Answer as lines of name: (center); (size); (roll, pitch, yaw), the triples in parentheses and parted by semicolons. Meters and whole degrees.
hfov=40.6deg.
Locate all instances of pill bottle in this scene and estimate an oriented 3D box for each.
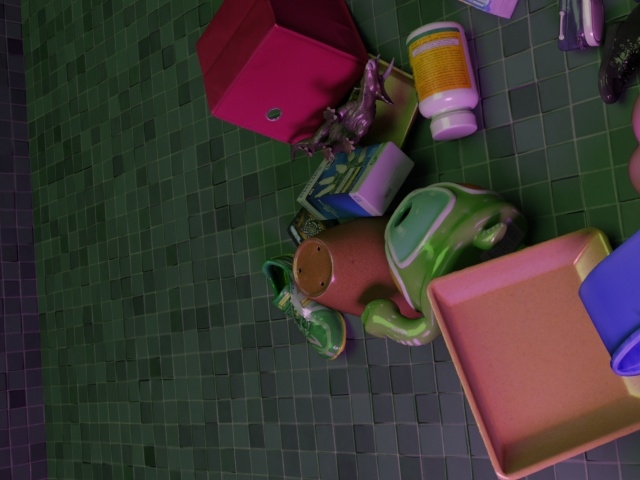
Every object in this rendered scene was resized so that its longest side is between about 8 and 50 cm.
pill bottle: (0.239, -0.304, 1.671); (0.117, 0.117, 0.208); (-21, 75, 44)

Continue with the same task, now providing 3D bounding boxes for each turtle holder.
turtle holder: (0.229, 0.043, 1.590); (0.227, 0.243, 0.320); (39, 123, 38)

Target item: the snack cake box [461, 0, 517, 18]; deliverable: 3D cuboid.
snack cake box: (0.274, -0.544, 1.659); (0.264, 0.089, 0.152); (38, 117, 40)

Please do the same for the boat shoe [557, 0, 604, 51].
boat shoe: (0.436, -0.454, 1.489); (0.079, 0.095, 0.255); (-4, 96, 35)

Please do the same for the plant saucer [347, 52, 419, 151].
plant saucer: (0.138, -0.275, 1.829); (0.188, 0.045, 0.188); (37, 116, 40)

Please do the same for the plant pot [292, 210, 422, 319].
plant pot: (0.074, 0.053, 1.742); (0.237, 0.254, 0.237); (-2, 87, 47)

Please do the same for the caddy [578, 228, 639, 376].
caddy: (0.549, 0.074, 1.254); (0.341, 0.241, 0.179); (-49, 52, 34)

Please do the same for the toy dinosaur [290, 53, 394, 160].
toy dinosaur: (0.052, -0.233, 1.801); (0.121, 0.160, 0.313); (49, 138, 6)

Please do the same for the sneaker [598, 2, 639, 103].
sneaker: (0.515, -0.312, 1.426); (0.089, 0.051, 0.170); (4, 83, 48)

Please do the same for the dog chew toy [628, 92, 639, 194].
dog chew toy: (0.562, -0.196, 1.284); (0.206, 0.206, 0.332); (36, 123, 41)

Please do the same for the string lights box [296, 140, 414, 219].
string lights box: (0.068, -0.118, 1.791); (0.133, 0.077, 0.259); (-57, 23, -18)

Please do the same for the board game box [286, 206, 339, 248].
board game box: (0.000, 0.000, 1.983); (0.126, 0.026, 0.186); (-53, 55, 32)

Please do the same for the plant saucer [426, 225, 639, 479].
plant saucer: (0.365, 0.180, 1.415); (0.081, 0.332, 0.333); (122, 129, -72)

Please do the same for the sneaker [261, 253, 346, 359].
sneaker: (-0.047, 0.154, 1.960); (0.295, 0.123, 0.109); (54, 125, 31)

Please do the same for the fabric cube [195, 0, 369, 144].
fabric cube: (-0.087, -0.405, 1.885); (0.258, 0.254, 0.259); (-47, 43, 33)

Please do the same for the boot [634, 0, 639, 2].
boot: (0.503, -0.487, 1.427); (0.086, 0.069, 0.190); (-38, 63, 29)
